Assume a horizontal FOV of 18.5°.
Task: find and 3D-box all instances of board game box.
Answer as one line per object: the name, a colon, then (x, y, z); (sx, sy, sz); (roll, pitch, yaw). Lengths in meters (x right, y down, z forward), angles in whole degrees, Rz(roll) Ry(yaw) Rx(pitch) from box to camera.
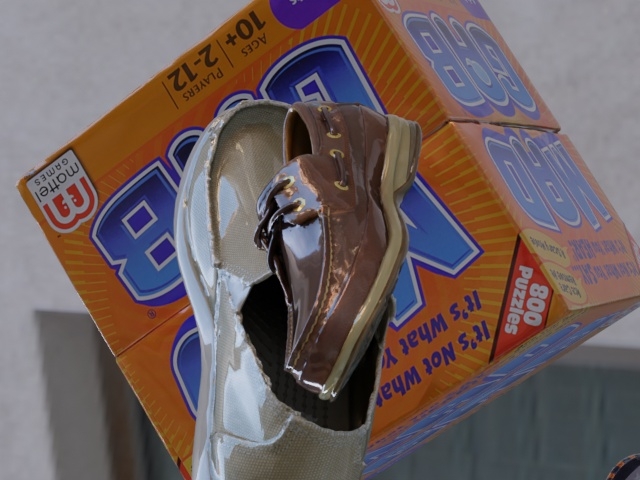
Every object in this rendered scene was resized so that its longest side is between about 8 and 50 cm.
board game box: (0.028, -0.003, 1.740); (0.356, 0.356, 0.356); (59, -161, 10)

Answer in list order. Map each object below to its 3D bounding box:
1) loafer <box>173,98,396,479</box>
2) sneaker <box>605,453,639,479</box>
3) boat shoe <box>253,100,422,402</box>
loafer: (-0.010, 0.027, 0.961); (0.102, 0.092, 0.268); (15, -133, -25)
sneaker: (0.291, 0.285, 1.884); (0.124, 0.180, 0.321); (-36, -45, -13)
boat shoe: (0.000, -0.001, 0.802); (0.178, 0.060, 0.064); (-79, 13, -55)
